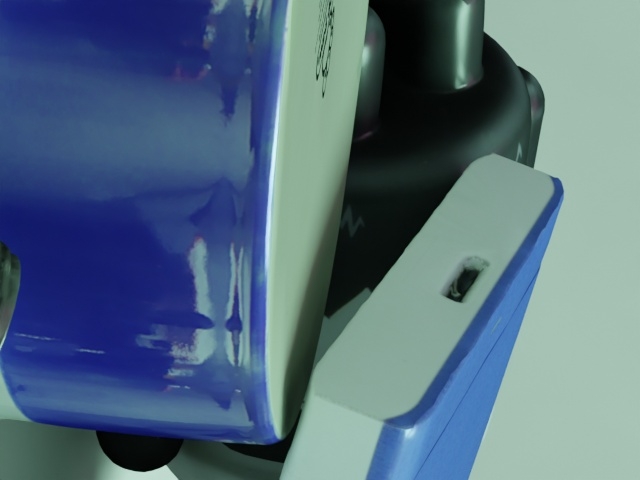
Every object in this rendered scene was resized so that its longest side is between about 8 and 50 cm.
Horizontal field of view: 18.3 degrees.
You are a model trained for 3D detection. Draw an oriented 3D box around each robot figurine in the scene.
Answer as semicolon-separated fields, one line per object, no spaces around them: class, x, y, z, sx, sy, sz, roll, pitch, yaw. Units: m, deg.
robot figurine;0.003;0.000;0.861;0.173;0.209;0.278;-99;-170;-55

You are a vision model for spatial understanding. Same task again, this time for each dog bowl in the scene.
dog bowl;-0.046;-0.072;0.612;0.265;0.104;0.265;7;90;-85

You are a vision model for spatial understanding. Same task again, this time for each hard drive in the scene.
hard drive;0.006;0.147;0.740;0.210;0.040;0.319;-49;158;-60

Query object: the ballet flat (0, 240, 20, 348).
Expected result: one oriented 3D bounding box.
ballet flat;-0.114;0.066;0.449;0.057;0.049;0.173;-30;-140;54
